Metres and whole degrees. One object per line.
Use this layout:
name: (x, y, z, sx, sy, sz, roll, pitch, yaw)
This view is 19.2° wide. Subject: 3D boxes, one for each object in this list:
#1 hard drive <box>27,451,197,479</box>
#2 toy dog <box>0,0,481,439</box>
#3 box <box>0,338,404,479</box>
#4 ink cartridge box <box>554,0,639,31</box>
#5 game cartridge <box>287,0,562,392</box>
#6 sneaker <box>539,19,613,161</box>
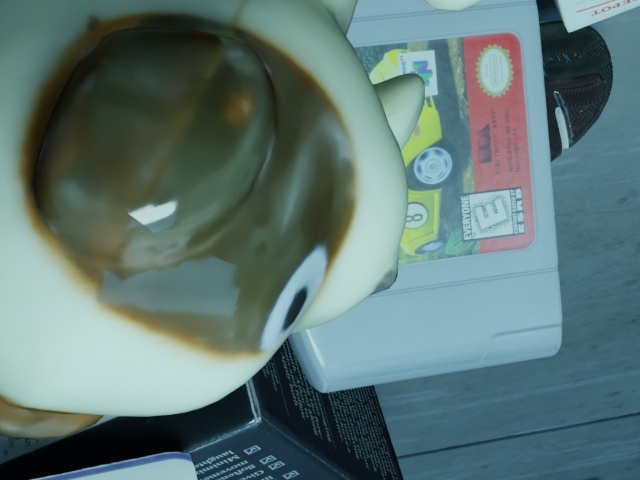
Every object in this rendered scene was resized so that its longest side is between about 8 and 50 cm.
hard drive: (-0.205, 0.256, 1.444, 0.210, 0.040, 0.319, -10, 154, -12)
toy dog: (-0.095, -0.123, 0.818, 0.395, 0.408, 0.284, 4, 147, -37)
box: (-0.130, 0.163, 1.593, 0.293, 0.212, 0.395, -23, 153, 11)
ink cartridge box: (0.195, -0.206, 1.220, 0.115, 0.067, 0.198, -20, 155, 7)
game cartridge: (0.049, -0.056, 1.204, 0.196, 0.294, 0.060, -8, -173, -14)
sneaker: (0.055, -0.089, 1.325, 0.281, 0.162, 0.106, -28, 120, -18)
